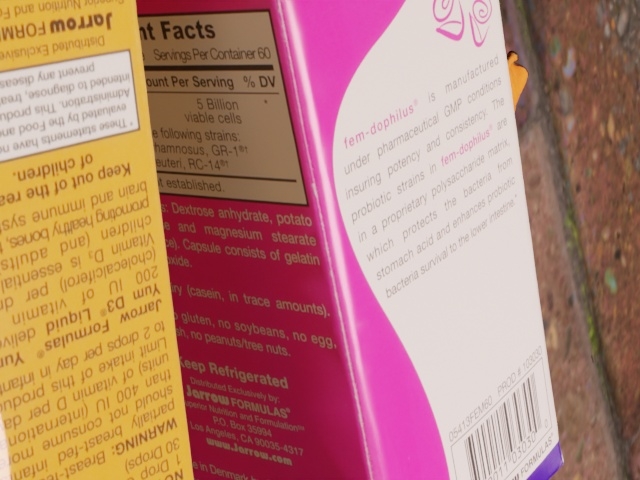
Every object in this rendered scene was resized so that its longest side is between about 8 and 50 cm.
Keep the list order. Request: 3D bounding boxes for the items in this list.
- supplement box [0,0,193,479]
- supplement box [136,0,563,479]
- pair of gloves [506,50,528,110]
[{"bbox_3d":[-0.093,0.011,0.346,0.080,0.078,0.233,-23,112,-48],"label":"supplement box"},{"bbox_3d":[0.000,0.000,0.434,0.111,0.114,0.220,-31,119,-44],"label":"supplement box"},{"bbox_3d":[0.069,-0.075,0.593,0.083,0.010,0.074,50,58,-39],"label":"pair of gloves"}]
